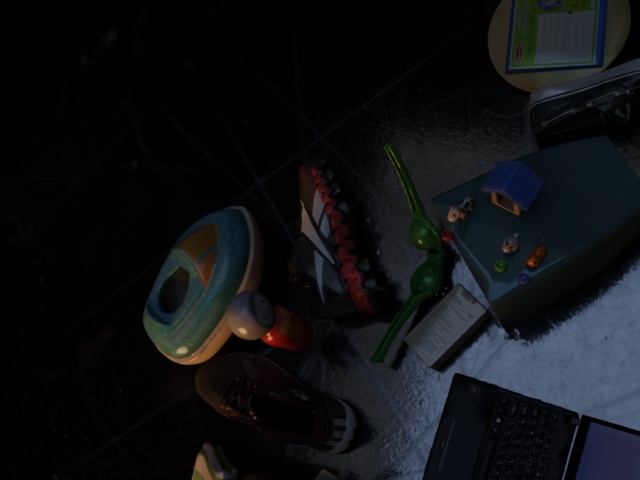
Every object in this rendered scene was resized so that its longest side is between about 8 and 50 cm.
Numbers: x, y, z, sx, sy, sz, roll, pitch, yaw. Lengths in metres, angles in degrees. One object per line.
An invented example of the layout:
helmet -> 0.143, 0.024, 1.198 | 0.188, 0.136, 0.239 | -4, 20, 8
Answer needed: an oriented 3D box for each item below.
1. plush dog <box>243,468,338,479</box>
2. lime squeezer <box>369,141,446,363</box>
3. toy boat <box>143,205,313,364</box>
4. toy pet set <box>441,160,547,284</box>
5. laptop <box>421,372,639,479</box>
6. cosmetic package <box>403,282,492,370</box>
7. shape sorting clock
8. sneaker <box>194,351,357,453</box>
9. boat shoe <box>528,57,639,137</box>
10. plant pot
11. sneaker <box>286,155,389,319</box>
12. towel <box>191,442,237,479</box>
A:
plush dog -> -0.039, 0.432, 0.876 | 0.262, 0.211, 0.225 | -20, 40, 21
lime squeezer -> 0.128, 0.018, 1.017 | 0.110, 0.059, 0.310 | 2, 97, -12
toy boat -> -0.152, 0.078, 1.078 | 0.318, 0.148, 0.267 | 23, 86, 44
toy pet set -> 0.217, -0.030, 0.838 | 0.122, 0.065, 0.114 | 30, 82, 24
laptop -> 0.251, 0.308, 0.856 | 0.264, 0.136, 0.234 | 16, 81, 18
cosmetic package -> 0.180, 0.123, 1.003 | 0.115, 0.041, 0.060 | -45, 62, 6
shape sorting clock -> 0.354, -0.316, 1.062 | 0.206, 0.040, 0.206 | -6, 75, 24
sneaker -> -0.094, 0.222, 1.027 | 0.281, 0.162, 0.106 | 13, 80, 27
boat shoe -> 0.403, -0.193, 0.986 | 0.219, 0.078, 0.070 | -13, 68, 29
plant pot -> 0.297, -0.021, 0.930 | 0.234, 0.166, 0.165 | -31, 64, 10
sneaker -> 0.000, 0.000, 1.091 | 0.135, 0.097, 0.276 | -24, 67, 14
towel -> -0.181, 0.457, 0.971 | 0.038, 0.248, 0.325 | 18, 79, -12
